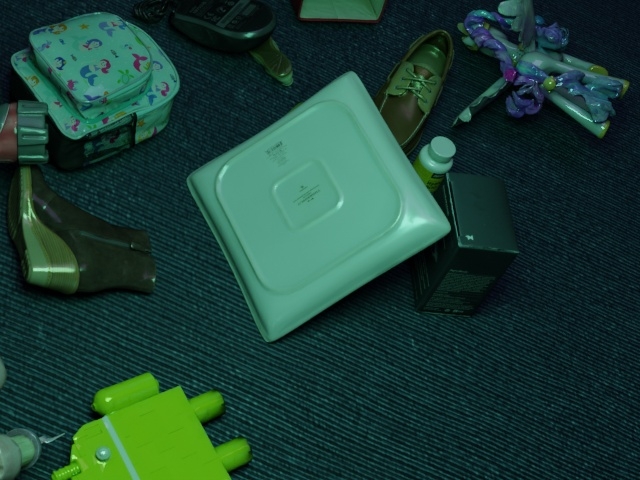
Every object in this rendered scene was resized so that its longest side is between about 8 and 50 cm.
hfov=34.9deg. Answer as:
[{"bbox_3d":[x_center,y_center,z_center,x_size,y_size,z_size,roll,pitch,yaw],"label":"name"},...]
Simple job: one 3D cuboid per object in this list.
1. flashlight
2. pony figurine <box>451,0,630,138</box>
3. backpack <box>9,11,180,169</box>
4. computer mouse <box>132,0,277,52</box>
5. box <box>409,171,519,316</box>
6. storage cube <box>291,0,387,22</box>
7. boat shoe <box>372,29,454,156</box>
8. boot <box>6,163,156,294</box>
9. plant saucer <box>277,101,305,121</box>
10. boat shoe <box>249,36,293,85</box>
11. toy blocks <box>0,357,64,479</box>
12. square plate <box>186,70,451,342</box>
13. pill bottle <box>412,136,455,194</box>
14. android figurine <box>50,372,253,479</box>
[{"bbox_3d":[-0.567,-0.166,1.537,0.304,0.103,0.103,1,46,-15],"label":"flashlight"},{"bbox_3d":[0.415,-0.336,2.005,0.363,0.303,0.351,29,20,6],"label":"pony figurine"},{"bbox_3d":[-0.369,-0.264,1.707,0.253,0.191,0.225,-25,67,-37],"label":"backpack"},{"bbox_3d":[-0.200,-0.421,1.931,0.272,0.072,0.188,25,53,23],"label":"computer mouse"},{"bbox_3d":[0.234,0.010,1.705,0.108,0.207,0.153,7,55,-15],"label":"box"},{"bbox_3d":[0.034,-0.572,2.044,0.183,0.215,0.193,-3,51,-20],"label":"storage cube"},{"bbox_3d":[0.173,-0.293,1.949,0.122,0.120,0.324,25,52,-1],"label":"boat shoe"},{"bbox_3d":[-0.378,-0.016,1.608,0.206,0.090,0.248,5,49,-34],"label":"boot"},{"bbox_3d":[-0.014,-0.179,1.807,0.188,0.045,0.188,23,46,22],"label":"plant saucer"},{"bbox_3d":[-0.103,-0.359,1.952,0.056,0.048,0.153,-38,66,-8],"label":"boat shoe"},{"bbox_3d":[-0.491,0.313,1.262,0.288,0.260,0.309,-16,86,4],"label":"toy blocks"},{"bbox_3d":[-0.020,-0.066,1.645,0.347,0.049,0.344,-32,66,7],"label":"square plate"},{"bbox_3d":[0.203,-0.136,1.853,0.065,0.116,0.065,9,54,-13],"label":"pill bottle"},{"bbox_3d":[-0.238,0.309,1.430,0.272,0.056,0.248,-17,64,-30],"label":"android figurine"}]
